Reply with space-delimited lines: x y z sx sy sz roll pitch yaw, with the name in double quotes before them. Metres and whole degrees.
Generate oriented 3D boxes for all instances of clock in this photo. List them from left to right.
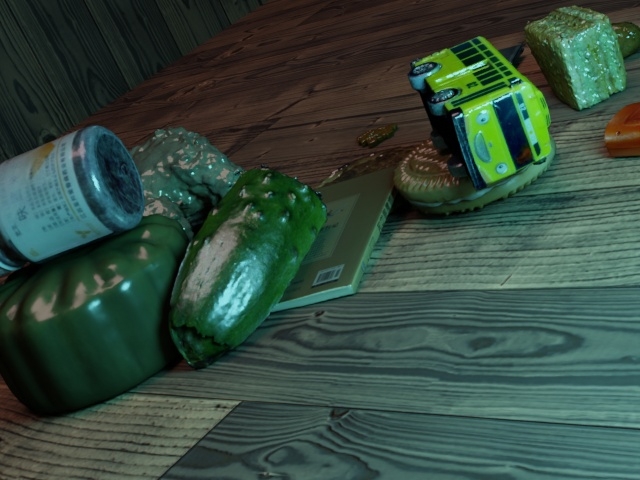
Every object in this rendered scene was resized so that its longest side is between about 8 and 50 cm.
"clock" 0.478 -0.166 1.723 0.113 0.061 0.155 -39 21 -31

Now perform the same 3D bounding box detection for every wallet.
"wallet" 0.325 -0.339 2.411 0.129 0.026 0.088 -11 28 33

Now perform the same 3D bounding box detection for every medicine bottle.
"medicine bottle" -0.411 -0.051 1.829 0.273 0.165 0.165 -20 20 15

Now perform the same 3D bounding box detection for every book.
"book" 0.000 0.000 1.886 0.216 0.021 0.310 -15 30 30

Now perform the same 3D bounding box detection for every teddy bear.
"teddy bear" -0.301 -0.036 2.224 0.367 0.224 0.357 -45 24 -9

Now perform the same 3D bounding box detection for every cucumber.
"cucumber" -0.107 0.031 1.783 0.105 0.145 0.325 -14 34 45

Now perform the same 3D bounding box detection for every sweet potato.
"sweet potato" 0.499 -0.358 2.200 0.081 0.062 0.233 -11 15 -4

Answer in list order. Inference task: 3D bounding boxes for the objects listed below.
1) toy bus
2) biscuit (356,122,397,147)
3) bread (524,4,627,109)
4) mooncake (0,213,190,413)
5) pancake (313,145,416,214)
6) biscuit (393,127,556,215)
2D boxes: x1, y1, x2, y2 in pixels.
"toy bus" 0.224 -0.185 1.754 0.150 0.128 0.262 -22 26 1
"biscuit" 0.101 -0.198 2.346 0.082 0.016 0.092 -39 24 -31
"bread" 0.418 -0.304 2.046 0.102 0.138 0.196 -23 18 -3
"mooncake" -0.343 0.102 1.873 0.351 0.187 0.351 -20 20 8
"pancake" 0.062 -0.077 2.061 0.286 0.033 0.288 -32 19 -11
"biscuit" 0.232 -0.118 1.871 0.259 0.079 0.259 -22 21 9
